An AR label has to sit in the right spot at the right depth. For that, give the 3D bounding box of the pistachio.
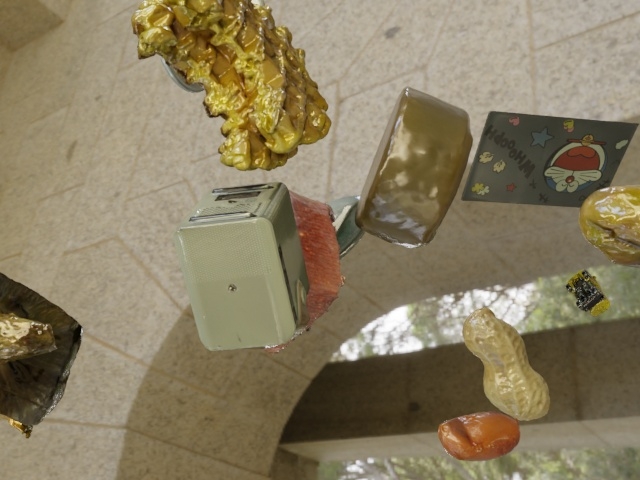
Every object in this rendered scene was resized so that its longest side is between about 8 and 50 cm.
[{"bbox_3d":[0.421,-0.020,0.909,0.190,0.110,0.100,3,-106,-18],"label":"pistachio"}]

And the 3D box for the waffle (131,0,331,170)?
[{"bbox_3d":[-0.130,-0.261,1.109,0.324,0.151,0.261,56,-155,-10],"label":"waffle"}]

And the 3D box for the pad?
[{"bbox_3d":[0.360,-0.121,1.146,0.006,0.246,0.170,-99,15,-49],"label":"pad"}]

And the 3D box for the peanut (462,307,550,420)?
[{"bbox_3d":[0.423,0.290,1.669,0.136,0.120,0.298,-31,-83,-19],"label":"peanut"}]

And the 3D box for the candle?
[{"bbox_3d":[-0.077,0.065,1.353,0.132,0.287,0.316,18,-88,-31],"label":"candle"}]

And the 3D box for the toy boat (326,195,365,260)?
[{"bbox_3d":[0.000,0.000,1.675,0.141,0.320,0.092,44,167,31],"label":"toy boat"}]

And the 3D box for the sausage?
[{"bbox_3d":[0.294,0.364,1.338,0.179,0.089,0.089,2,-107,-25],"label":"sausage"}]

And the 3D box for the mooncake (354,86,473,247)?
[{"bbox_3d":[0.174,-0.129,1.340,0.156,0.284,0.284,18,-129,-3],"label":"mooncake"}]

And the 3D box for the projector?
[{"bbox_3d":[-0.113,0.046,1.114,0.177,0.164,0.242,-68,-32,-66],"label":"projector"}]

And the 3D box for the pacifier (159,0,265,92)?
[{"bbox_3d":[-0.189,-0.399,1.281,0.227,0.207,0.278,26,-116,-62],"label":"pacifier"}]

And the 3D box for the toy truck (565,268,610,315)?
[{"bbox_3d":[0.494,0.095,1.334,0.054,0.049,0.083,31,-154,-24],"label":"toy truck"}]

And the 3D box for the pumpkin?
[{"bbox_3d":[-0.377,0.091,0.750,0.139,0.222,0.317,-66,-29,-24],"label":"pumpkin"}]
